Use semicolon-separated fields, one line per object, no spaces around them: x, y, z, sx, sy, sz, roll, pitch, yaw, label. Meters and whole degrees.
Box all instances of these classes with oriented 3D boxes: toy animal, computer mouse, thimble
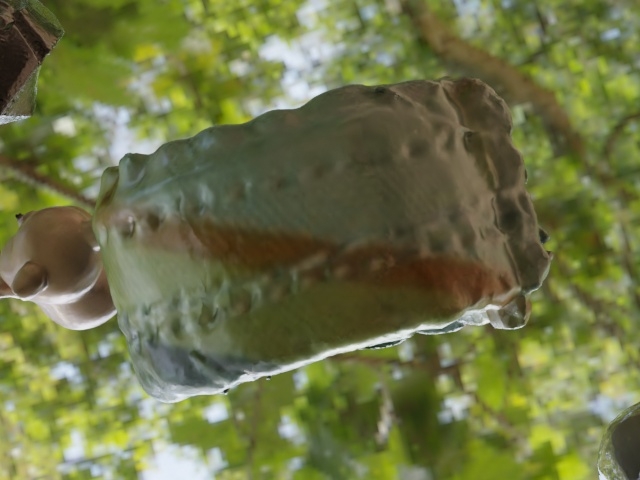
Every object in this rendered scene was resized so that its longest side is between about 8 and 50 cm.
-0.180;0.020;1.279;0.150;0.089;0.083;57;-126;-72;toy animal
-0.259;-0.160;1.383;0.106;0.062;0.192;21;-143;-9;computer mouse
0.000;0.000;1.136;0.254;0.288;0.167;-11;-94;-65;thimble

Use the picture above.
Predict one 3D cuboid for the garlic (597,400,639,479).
0.258;0.183;1.024;0.292;0.210;0.237;-86;-5;-57;garlic
